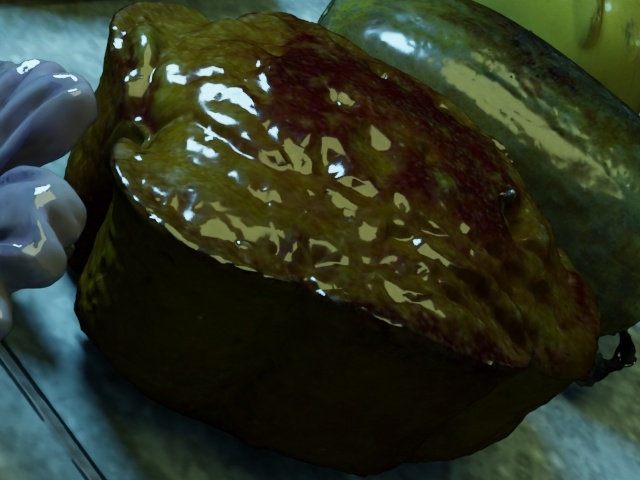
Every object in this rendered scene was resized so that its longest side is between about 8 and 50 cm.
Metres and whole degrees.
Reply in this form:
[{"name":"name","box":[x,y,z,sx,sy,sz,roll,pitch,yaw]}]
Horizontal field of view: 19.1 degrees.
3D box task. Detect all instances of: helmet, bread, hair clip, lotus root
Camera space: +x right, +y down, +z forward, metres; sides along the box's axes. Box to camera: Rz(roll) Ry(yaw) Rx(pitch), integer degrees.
[{"name":"helmet","box":[0.127,-0.164,1.149,0.205,0.140,0.257,2,49,-41]},{"name":"bread","box":[0.005,-0.006,0.836,0.246,0.135,0.232,21,36,-22]},{"name":"hair clip","box":[-0.151,0.054,0.628,0.069,0.173,0.300,55,23,-49]},{"name":"lotus root","box":[0.093,-0.045,0.981,0.241,0.123,0.124,41,23,1]}]

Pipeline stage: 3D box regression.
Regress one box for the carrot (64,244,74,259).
[{"name":"carrot","box":[-0.203,-0.077,0.777,0.263,0.102,0.102,40,33,0]}]
